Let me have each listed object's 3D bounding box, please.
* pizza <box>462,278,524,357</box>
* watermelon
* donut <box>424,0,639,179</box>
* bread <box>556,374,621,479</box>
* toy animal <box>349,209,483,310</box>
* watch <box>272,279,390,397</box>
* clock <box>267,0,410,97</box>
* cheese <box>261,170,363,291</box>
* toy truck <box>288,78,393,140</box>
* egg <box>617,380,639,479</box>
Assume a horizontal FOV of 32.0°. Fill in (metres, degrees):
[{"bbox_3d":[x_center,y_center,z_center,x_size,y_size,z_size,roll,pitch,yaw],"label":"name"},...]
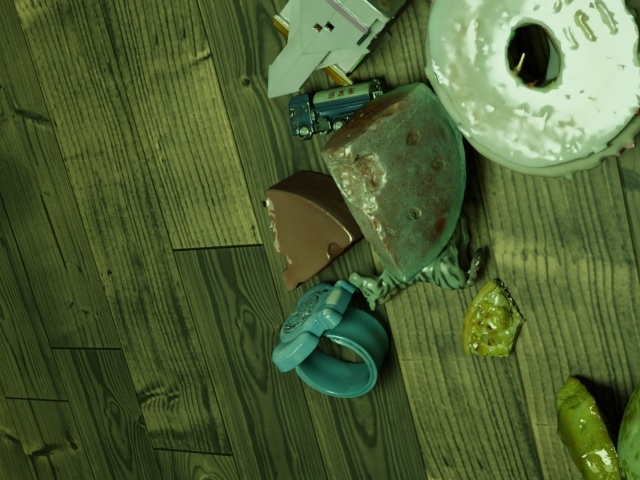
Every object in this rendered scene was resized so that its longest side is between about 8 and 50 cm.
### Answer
[{"bbox_3d":[0.296,0.146,1.932,0.099,0.036,0.160,30,125,22],"label":"pizza"},{"bbox_3d":[0.104,-0.099,1.802,0.148,0.226,0.318,20,108,60],"label":"watermelon"},{"bbox_3d":[0.336,-0.283,1.640,0.382,0.142,0.383,16,119,30],"label":"donut"},{"bbox_3d":[0.452,0.348,1.832,0.088,0.161,0.233,-27,96,10],"label":"bread"},{"bbox_3d":[0.160,0.019,1.948,0.255,0.090,0.170,-12,107,41],"label":"toy animal"},{"bbox_3d":[0.034,0.194,2.069,0.193,0.211,0.211,44,133,-18],"label":"watch"},{"bbox_3d":[0.035,-0.359,1.780,0.166,0.235,0.309,41,140,-5],"label":"clock"},{"bbox_3d":[0.014,-0.016,2.005,0.177,0.128,0.203,-1,108,37],"label":"cheese"},{"bbox_3d":[0.036,-0.228,1.931,0.201,0.074,0.088,-5,102,37],"label":"toy truck"},{"bbox_3d":[0.568,0.311,1.681,0.238,0.238,0.290,-11,77,39],"label":"egg"}]
